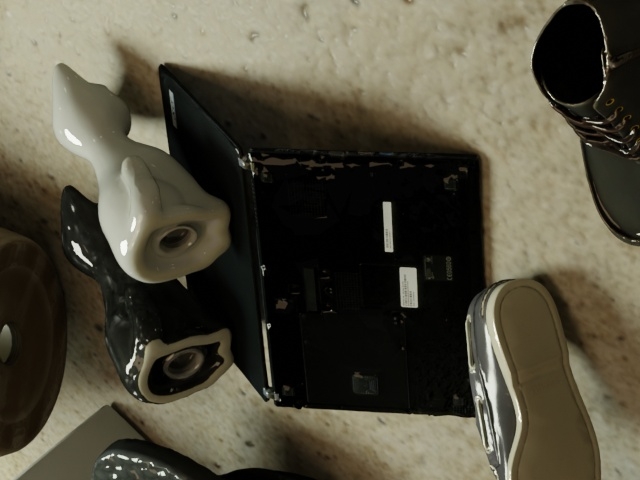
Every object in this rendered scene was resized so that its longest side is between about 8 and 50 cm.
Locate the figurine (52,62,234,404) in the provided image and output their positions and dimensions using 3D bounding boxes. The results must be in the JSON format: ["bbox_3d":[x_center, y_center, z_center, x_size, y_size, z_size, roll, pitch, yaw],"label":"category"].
[{"bbox_3d":[-0.157,-0.013,1.525,0.209,0.092,0.215,49,150,39],"label":"figurine"}]

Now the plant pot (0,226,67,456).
[{"bbox_3d":[-0.387,0.084,1.702,0.280,0.323,0.323,1,121,21],"label":"plant pot"}]

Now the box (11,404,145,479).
[{"bbox_3d":[-0.261,0.347,1.812,0.168,0.215,0.345,43,139,8],"label":"box"}]

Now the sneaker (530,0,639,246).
[{"bbox_3d":[0.175,-0.076,1.191,0.083,0.118,0.222,17,129,33],"label":"sneaker"}]

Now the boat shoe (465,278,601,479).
[{"bbox_3d":[0.147,0.129,1.381,0.065,0.075,0.206,-7,94,65],"label":"boat shoe"}]

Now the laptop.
[{"bbox_3d":[0.000,0.000,1.482,0.264,0.136,0.234,2,124,11],"label":"laptop"}]

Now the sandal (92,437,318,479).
[{"bbox_3d":[0.011,0.290,1.634,0.446,0.107,0.167,29,135,5],"label":"sandal"}]
